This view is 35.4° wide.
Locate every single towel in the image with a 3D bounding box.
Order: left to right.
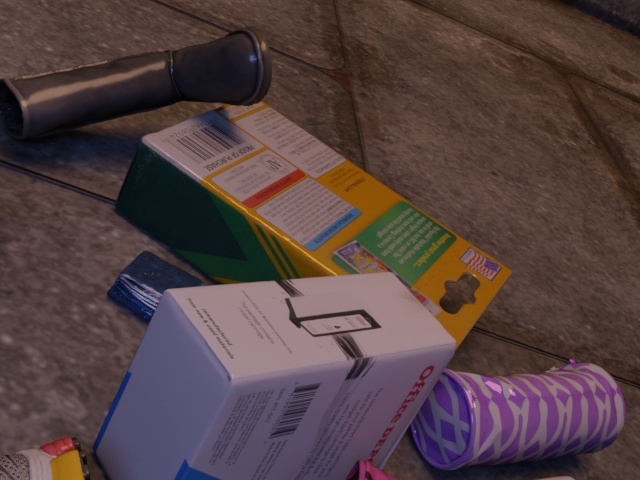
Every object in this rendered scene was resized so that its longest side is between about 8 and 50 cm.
[{"bbox_3d":[-0.107,0.052,0.811,0.119,0.029,0.067,30,28,2],"label":"towel"}]

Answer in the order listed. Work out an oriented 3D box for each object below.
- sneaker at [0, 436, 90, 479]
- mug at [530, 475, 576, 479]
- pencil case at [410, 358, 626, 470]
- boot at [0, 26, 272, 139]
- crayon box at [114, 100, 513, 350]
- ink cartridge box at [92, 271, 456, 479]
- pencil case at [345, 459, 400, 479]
[{"bbox_3d":[-0.150,0.205,0.499,0.092,0.088,0.225,-7,41,-17],"label":"sneaker"},{"bbox_3d":[0.160,0.214,0.777,0.064,0.078,0.062,6,68,-20],"label":"mug"},{"bbox_3d":[0.169,0.143,0.851,0.206,0.086,0.088,4,53,-39],"label":"pencil case"},{"bbox_3d":[-0.170,-0.141,0.899,0.208,0.076,0.189,-9,2,-33],"label":"boot"},{"bbox_3d":[0.000,0.000,0.932,0.323,0.083,0.203,35,30,11],"label":"crayon box"},{"bbox_3d":[-0.027,0.105,0.676,0.203,0.148,0.086,-2,40,-44],"label":"ink cartridge box"},{"bbox_3d":[0.093,0.232,0.649,0.209,0.095,0.098,29,45,3],"label":"pencil case"}]
